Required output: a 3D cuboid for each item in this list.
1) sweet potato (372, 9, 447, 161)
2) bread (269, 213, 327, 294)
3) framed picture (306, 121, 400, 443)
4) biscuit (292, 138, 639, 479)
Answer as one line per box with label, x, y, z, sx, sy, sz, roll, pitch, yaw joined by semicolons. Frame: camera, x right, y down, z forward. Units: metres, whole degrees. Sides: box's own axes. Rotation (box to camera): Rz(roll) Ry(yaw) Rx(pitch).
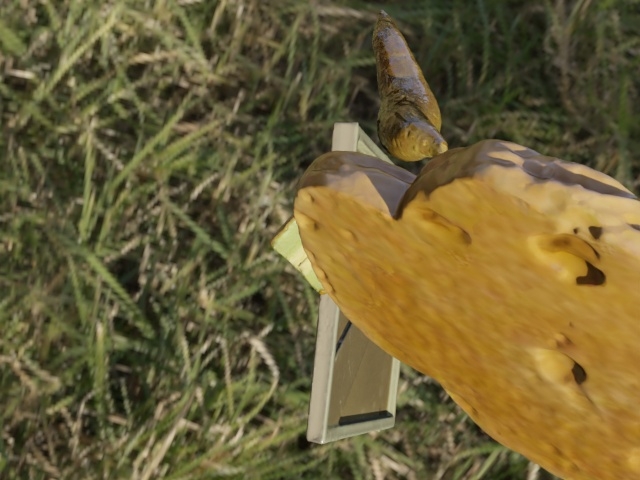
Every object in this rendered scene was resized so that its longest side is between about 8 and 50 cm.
sweet potato;0.076;-0.129;1.137;0.059;0.069;0.249;-14;38;6
bread;0.000;0.000;1.164;0.074;0.139;0.084;44;83;-3
framed picture;0.056;0.064;1.445;0.028;0.446;0.326;5;84;13
biscuit;0.144;0.055;0.635;0.376;0.269;0.051;27;65;28
